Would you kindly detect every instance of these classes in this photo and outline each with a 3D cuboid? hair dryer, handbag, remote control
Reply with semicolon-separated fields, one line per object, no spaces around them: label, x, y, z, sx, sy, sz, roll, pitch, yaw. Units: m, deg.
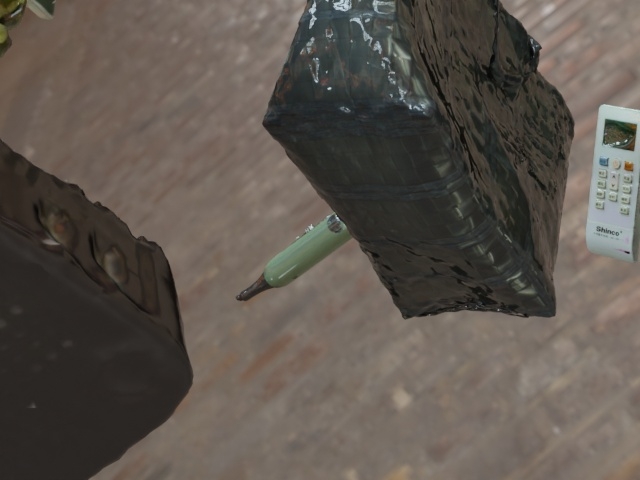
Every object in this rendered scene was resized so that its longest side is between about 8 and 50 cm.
hair dryer;0.000;0.000;1.017;0.150;0.047;0.071;-35;59;19
handbag;0.067;-0.073;0.803;0.088;0.270;0.175;-1;56;30
remote control;0.323;-0.062;1.682;0.029;0.166;0.065;-10;18;-44

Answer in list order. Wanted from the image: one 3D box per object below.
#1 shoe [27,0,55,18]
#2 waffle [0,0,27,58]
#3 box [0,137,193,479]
shoe;-0.396;-0.267;1.606;0.265;0.110;0.095;-10;6;-12
waffle;-0.356;-0.233;1.129;0.073;0.317;0.297;-29;9;31
box;-0.228;0.076;0.495;0.350;0.211;0.058;-39;36;19
